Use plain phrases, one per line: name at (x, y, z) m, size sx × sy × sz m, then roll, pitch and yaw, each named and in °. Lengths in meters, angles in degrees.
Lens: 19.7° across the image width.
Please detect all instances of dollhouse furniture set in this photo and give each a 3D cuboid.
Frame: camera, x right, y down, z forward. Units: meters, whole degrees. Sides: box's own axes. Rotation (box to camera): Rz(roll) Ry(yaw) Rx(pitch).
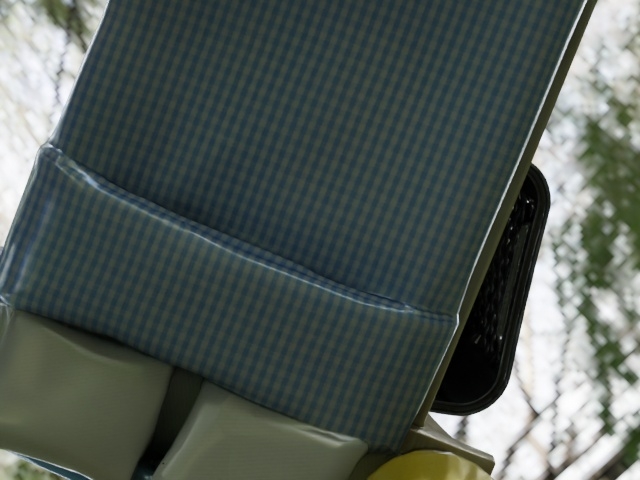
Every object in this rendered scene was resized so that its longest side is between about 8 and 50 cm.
dollhouse furniture set at (-0.048, -0.073, 0.447) m, size 0.198 × 0.303 × 0.286 m, roll -54°, pitch -12°, yaw -83°

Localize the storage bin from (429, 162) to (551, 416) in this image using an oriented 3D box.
storage bin at (0.000, 0.000, 0.837) m, size 0.180 × 0.084 × 0.122 m, roll 9°, pitch -77°, yaw -11°
